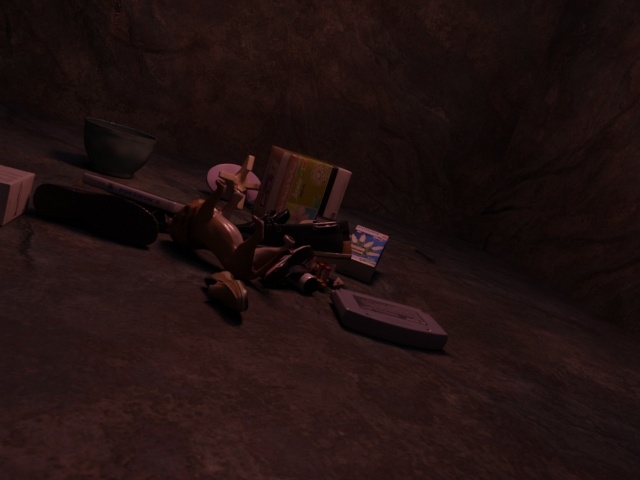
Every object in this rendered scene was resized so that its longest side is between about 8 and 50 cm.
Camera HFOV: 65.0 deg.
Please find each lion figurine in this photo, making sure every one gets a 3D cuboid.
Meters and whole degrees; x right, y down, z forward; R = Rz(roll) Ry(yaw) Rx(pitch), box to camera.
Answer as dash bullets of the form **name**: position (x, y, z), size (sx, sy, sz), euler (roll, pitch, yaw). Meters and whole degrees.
- **lion figurine**: position (-0.256, -0.001, 1.370), size (0.392, 0.240, 0.142), euler (43, 12, 30)

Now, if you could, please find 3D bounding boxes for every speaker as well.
- **speaker**: position (-0.067, 0.104, 1.455), size (0.055, 0.055, 0.136), euler (8, 16, -43)

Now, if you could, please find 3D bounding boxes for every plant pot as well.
- **plant pot**: position (-0.864, -0.381, 2.130), size (0.293, 0.196, 0.293), euler (19, 11, -4)

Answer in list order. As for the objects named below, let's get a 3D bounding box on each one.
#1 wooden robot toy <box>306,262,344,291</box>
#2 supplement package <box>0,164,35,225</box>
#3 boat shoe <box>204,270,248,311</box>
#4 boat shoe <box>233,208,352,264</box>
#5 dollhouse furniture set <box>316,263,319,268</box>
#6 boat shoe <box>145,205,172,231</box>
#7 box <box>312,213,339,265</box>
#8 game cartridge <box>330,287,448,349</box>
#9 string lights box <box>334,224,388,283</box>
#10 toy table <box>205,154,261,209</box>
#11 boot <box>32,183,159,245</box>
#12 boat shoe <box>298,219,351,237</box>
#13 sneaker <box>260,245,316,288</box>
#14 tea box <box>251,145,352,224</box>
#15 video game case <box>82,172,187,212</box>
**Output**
- **wooden robot toy**: position (-0.018, 0.108, 1.493), size (0.173, 0.076, 0.079), euler (25, 24, 32)
- **supplement package**: position (-0.778, -0.115, 1.210), size (0.105, 0.105, 0.179), euler (16, 12, -16)
- **boat shoe**: position (-0.220, 0.118, 1.140), size (0.072, 0.068, 0.190), euler (-1, 9, -27)
- **boat shoe**: position (-0.142, -0.028, 1.595), size (0.500, 0.156, 0.187), euler (7, 3, 1)
- **dollhouse furniture set**: position (-0.074, 0.067, 1.713), size (0.152, 0.058, 0.076), euler (42, 10, 14)
- **boat shoe**: position (-0.510, -0.078, 1.578), size (0.152, 0.056, 0.049), euler (26, -21, 34)
- **box**: position (0.000, 0.000, 1.813), size (0.093, 0.156, 0.158), euler (18, 11, 1)
- **game cartridge**: position (0.181, 0.212, 1.351), size (0.297, 0.062, 0.198), euler (16, 15, -13)
- **string lights box**: position (0.157, 0.046, 1.862), size (0.133, 0.077, 0.259), euler (20, 30, 9)
- **toy table**: position (-0.382, -0.269, 2.356), size (0.274, 0.252, 0.161), euler (3, 1, -30)
- **boot**: position (-0.590, -0.090, 1.408), size (0.338, 0.118, 0.223), euler (22, 6, -4)
- **boat shoe**: position (0.052, 0.010, 2.080), size (0.335, 0.095, 0.112), euler (19, 39, 23)
- **sneaker**: position (-0.098, 0.063, 1.418), size (0.178, 0.072, 0.077), euler (-28, 26, -29)
- **tea box**: position (-0.087, -0.213, 2.254), size (0.323, 0.329, 0.220), euler (10, 15, -34)
- **video game case**: position (-0.597, -0.150, 1.715), size (0.300, 0.036, 0.329), euler (18, 0, -2)
